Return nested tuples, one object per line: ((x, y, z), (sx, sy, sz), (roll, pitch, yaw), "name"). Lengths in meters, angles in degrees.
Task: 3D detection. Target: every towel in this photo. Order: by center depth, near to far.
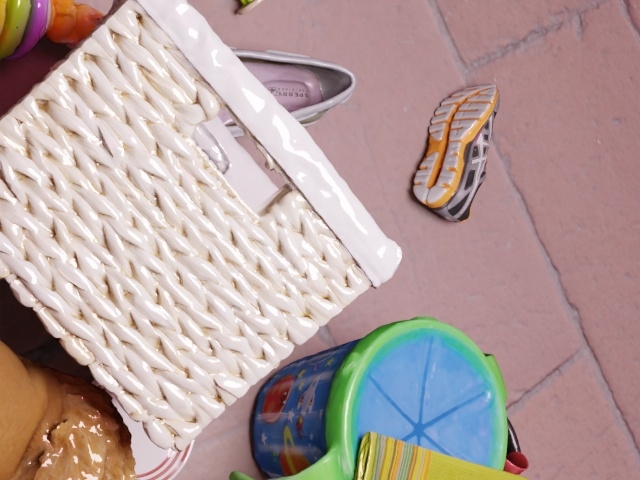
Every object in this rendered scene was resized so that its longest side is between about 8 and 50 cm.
((0.128, 0.269, 1.181), (0.237, 0.021, 0.102), (21, 71, -33), "towel")

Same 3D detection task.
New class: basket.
((-0.157, -0.029, 1.076), (0.266, 0.331, 0.328), (-42, 103, -7), "basket")

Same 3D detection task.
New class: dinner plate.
((-0.197, 0.197, 1.235), (0.141, 0.017, 0.141), (8, 76, -35), "dinner plate")

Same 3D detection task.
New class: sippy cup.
((0.048, 0.209, 1.284), (0.306, 0.224, 0.240), (18, 73, -33), "sippy cup")

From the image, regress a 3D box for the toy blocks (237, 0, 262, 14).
((-0.100, -0.363, 1.392), (0.148, 0.054, 0.123), (53, 55, -17), "toy blocks")

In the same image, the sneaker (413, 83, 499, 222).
((0.191, -0.119, 1.554), (0.083, 0.084, 0.214), (45, 61, -37), "sneaker")

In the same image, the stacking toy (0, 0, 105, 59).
((-0.331, -0.232, 1.151), (0.302, 0.175, 0.165), (-1, 84, -48), "stacking toy")

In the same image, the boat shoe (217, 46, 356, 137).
((-0.109, -0.169, 1.317), (0.320, 0.103, 0.118), (-4, 83, -37), "boat shoe")

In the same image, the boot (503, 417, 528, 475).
((0.181, 0.324, 1.392), (0.088, 0.176, 0.244), (-2, 84, -39), "boot")

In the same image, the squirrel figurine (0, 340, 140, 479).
((-0.359, 0.252, 0.953), (0.397, 0.281, 0.370), (29, 72, -26), "squirrel figurine")
